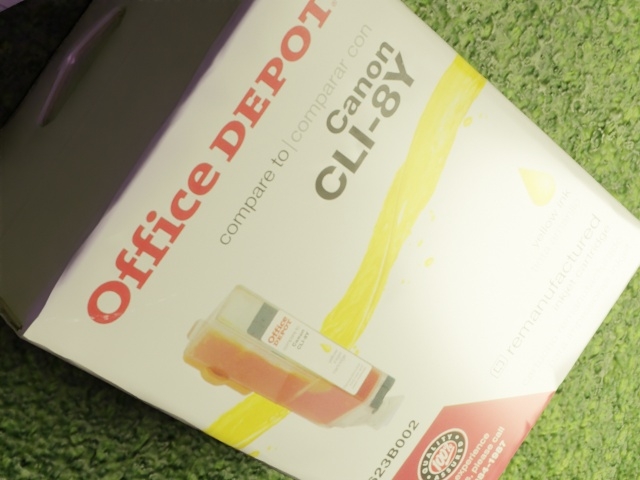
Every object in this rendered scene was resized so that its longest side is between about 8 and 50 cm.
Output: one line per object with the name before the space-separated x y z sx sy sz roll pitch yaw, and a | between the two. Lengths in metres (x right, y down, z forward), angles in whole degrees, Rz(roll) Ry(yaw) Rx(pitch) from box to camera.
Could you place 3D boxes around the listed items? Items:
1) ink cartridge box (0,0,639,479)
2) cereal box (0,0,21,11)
ink cartridge box | 0.000 0.000 0.825 0.384 0.160 0.279 35 89 -37
cereal box | -0.282 -0.160 0.651 0.240 0.047 0.173 -32 123 -17
